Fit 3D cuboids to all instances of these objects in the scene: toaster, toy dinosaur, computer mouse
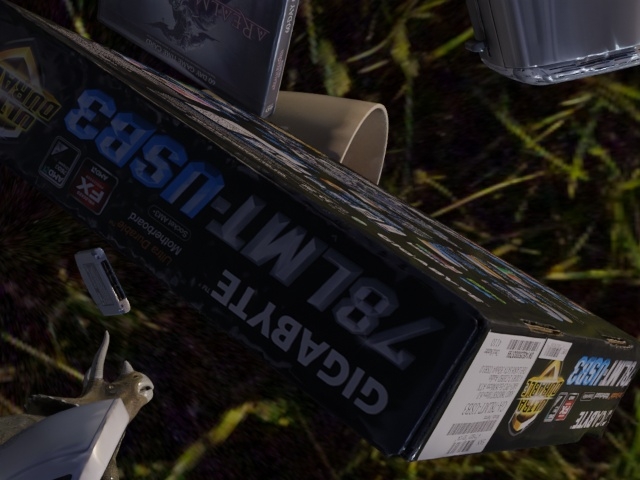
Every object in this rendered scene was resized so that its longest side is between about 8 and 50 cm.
[{"bbox_3d":[0.236,-0.233,1.143,0.227,0.129,0.146,-14,110,-11],"label":"toaster"},{"bbox_3d":[-0.227,0.196,1.017,0.121,0.313,0.160,-42,83,18],"label":"toy dinosaur"},{"bbox_3d":[-0.123,0.132,0.438,0.042,0.106,0.193,26,101,-3],"label":"computer mouse"}]

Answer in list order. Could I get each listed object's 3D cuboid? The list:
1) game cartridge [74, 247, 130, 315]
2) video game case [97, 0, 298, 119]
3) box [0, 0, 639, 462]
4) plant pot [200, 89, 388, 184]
[{"bbox_3d":[-0.257,0.049,1.459,0.017,0.056,0.083,-34,107,-40],"label":"game cartridge"},{"bbox_3d":[-0.094,-0.254,1.013,0.196,0.274,0.026,33,43,20],"label":"video game case"},{"bbox_3d":[0.000,0.000,0.635,0.295,0.293,0.073,33,97,25],"label":"box"},{"bbox_3d":[-0.086,-0.090,1.604,0.274,0.256,0.256,18,85,14],"label":"plant pot"}]
